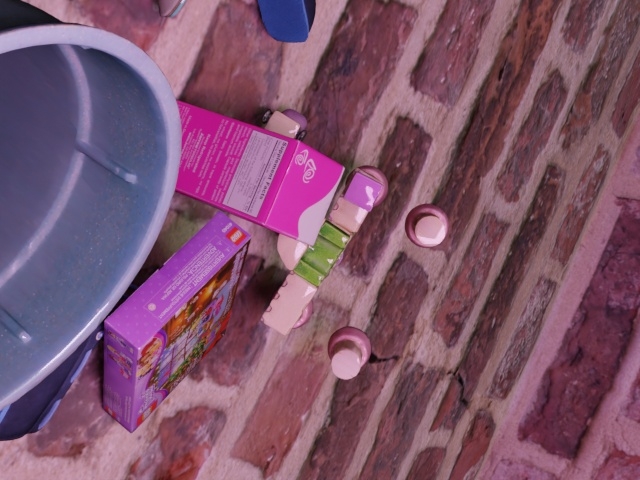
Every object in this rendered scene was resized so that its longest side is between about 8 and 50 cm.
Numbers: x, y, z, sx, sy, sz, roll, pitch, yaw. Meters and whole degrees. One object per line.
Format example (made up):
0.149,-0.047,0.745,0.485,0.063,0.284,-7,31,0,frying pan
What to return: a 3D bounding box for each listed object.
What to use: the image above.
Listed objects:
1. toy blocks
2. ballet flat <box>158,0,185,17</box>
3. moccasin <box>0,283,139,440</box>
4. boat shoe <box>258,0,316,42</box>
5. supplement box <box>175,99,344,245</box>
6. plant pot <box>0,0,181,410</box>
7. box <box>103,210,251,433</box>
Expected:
0.000,0.000,1.485,0.288,0.309,0.260,-58,179,7,toy blocks
-0.155,-0.364,1.167,0.068,0.072,0.213,31,82,-28,ballet flat
-0.305,0.078,1.174,0.342,0.138,0.117,-54,151,6,moccasin
-0.054,-0.370,1.274,0.258,0.109,0.089,94,8,-57,boat shoe
-0.099,-0.086,1.250,0.111,0.220,0.114,24,89,-56,supplement box
-0.339,-0.076,0.720,0.341,0.334,0.341,-43,155,-25,plant pot
-0.188,0.112,1.272,0.201,0.057,0.293,-46,169,-29,box
